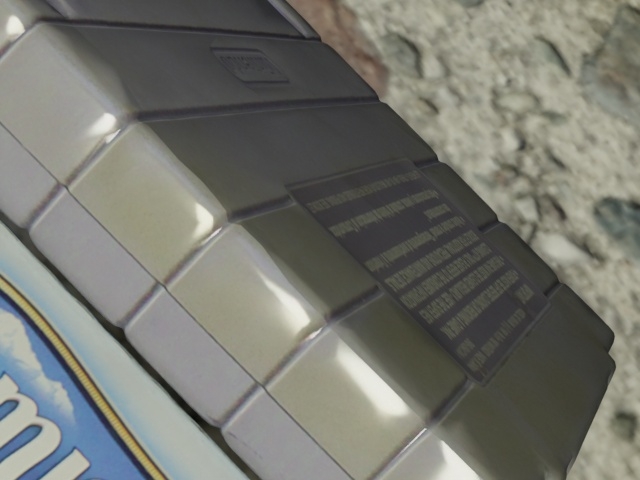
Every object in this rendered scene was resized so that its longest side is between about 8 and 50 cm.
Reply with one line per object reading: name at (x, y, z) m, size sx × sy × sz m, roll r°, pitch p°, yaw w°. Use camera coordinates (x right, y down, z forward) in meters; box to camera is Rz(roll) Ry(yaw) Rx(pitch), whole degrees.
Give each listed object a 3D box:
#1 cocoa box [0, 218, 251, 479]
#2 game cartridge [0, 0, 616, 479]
cocoa box at (-0.208, 0.083, 0.541) m, size 0.347 × 0.231 × 0.228 m, roll 46°, pitch 55°, yaw 6°
game cartridge at (0.000, 0.000, 0.665) m, size 0.230 × 0.068 × 0.355 m, roll 50°, pitch 13°, yaw 5°
